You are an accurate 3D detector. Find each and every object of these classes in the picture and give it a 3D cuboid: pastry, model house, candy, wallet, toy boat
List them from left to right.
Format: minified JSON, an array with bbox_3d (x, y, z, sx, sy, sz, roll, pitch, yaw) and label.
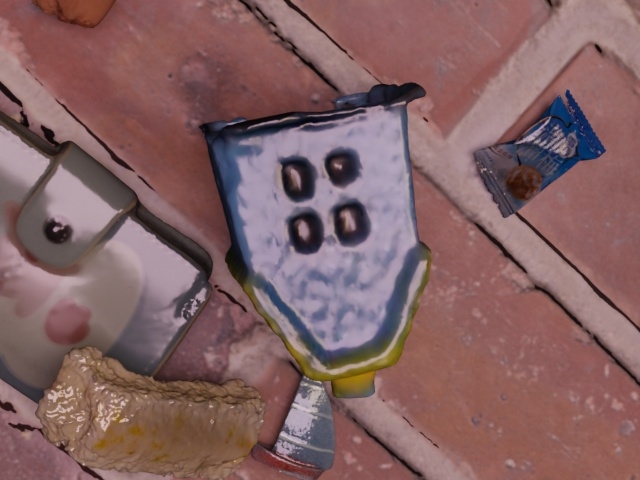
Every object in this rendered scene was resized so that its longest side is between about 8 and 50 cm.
[{"bbox_3d":[-0.305,0.018,1.503,0.360,0.083,0.252,37,95,-10],"label":"wallet"},{"bbox_3d":[-0.169,0.184,1.481,0.258,0.089,0.121,21,92,-45],"label":"pastry"},{"bbox_3d":[-0.014,0.200,1.581,0.096,0.034,0.122,24,91,-15],"label":"toy boat"},{"bbox_3d":[0.000,0.000,1.457,0.216,0.237,0.303,-7,97,-7],"label":"model house"},{"bbox_3d":[0.238,-0.095,1.580,0.136,0.038,0.088,-34,113,5],"label":"candy"}]

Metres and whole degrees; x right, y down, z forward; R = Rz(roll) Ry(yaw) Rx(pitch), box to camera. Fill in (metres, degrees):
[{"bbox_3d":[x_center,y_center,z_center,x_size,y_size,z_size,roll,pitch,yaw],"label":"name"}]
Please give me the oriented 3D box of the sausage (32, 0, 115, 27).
[{"bbox_3d":[-0.199,-0.351,1.470,0.086,0.086,0.289,30,91,-9],"label":"sausage"}]
